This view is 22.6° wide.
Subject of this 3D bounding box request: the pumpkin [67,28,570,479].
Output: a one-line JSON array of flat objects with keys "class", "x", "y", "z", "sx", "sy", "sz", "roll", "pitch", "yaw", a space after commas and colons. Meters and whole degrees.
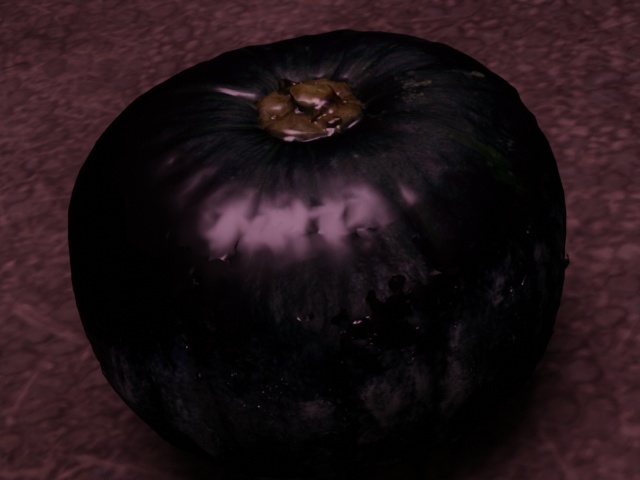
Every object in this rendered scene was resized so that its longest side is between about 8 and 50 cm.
[{"class": "pumpkin", "x": 0.000, "y": 0.000, "z": 0.731, "sx": 0.233, "sy": 0.163, "sz": 0.233, "roll": -8, "pitch": 36, "yaw": 6}]
